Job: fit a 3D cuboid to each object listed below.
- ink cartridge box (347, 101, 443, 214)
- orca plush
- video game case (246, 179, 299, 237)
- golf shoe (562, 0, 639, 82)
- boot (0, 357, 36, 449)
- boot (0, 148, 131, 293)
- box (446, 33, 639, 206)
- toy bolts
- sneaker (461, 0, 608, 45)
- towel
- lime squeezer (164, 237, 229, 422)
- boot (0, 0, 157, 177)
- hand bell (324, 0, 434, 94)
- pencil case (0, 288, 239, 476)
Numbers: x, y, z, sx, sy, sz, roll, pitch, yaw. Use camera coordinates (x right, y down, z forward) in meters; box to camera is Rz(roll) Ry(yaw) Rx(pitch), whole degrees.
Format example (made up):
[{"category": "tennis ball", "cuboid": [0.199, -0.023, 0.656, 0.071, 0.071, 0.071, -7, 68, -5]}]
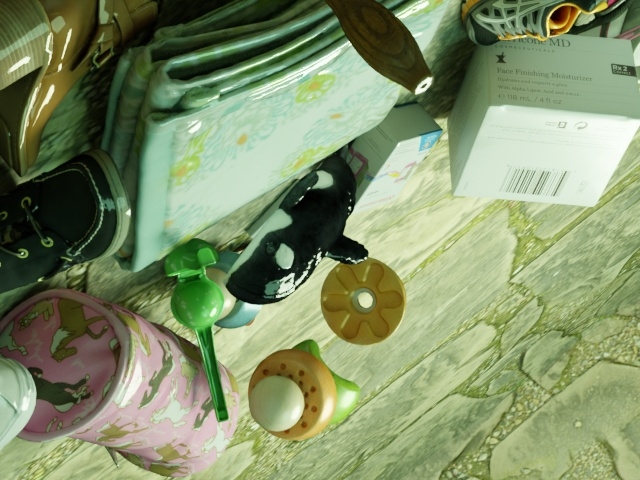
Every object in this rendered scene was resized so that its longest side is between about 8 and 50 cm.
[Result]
[{"category": "ink cartridge box", "cuboid": [0.072, -0.094, 1.685, 0.088, 0.052, 0.122, -19, 152, -47]}, {"category": "orca plush", "cuboid": [0.000, 0.000, 1.540, 0.151, 0.102, 0.287, -55, 178, 22]}, {"category": "video game case", "cuboid": [-0.027, -0.031, 1.707, 0.087, 0.011, 0.122, -44, 159, 15]}, {"category": "golf shoe", "cuboid": [0.336, -0.219, 1.755, 0.105, 0.120, 0.273, -24, 164, -46]}, {"category": "boot", "cuboid": [-0.376, 0.205, 1.336, 0.258, 0.095, 0.123, -53, 151, 15]}, {"category": "boot", "cuboid": [-0.270, 0.005, 1.196, 0.179, 0.085, 0.236, -21, 177, -35]}, {"category": "box", "cuboid": [0.254, -0.140, 1.694, 0.181, 0.119, 0.182, 4, 147, -8]}, {"category": "toy bolts", "cuboid": [-0.041, 0.085, 1.619, 0.218, 0.228, 0.158, -52, 166, 17]}, {"category": "sneaker", "cuboid": [0.221, -0.243, 1.529, 0.084, 0.083, 0.215, -20, 174, -28]}, {"category": "towel", "cuboid": [-0.044, -0.123, 1.307, 0.321, 0.090, 0.374, -29, 169, -21]}, {"category": "lime squeezer", "cuboid": [-0.115, 0.065, 1.488, 0.059, 0.110, 0.310, -29, 150, -20]}, {"category": "boot", "cuboid": [-0.194, -0.138, 1.130, 0.152, 0.073, 0.197, -37, 166, -25]}, {"category": "hand bell", "cuboid": [0.003, -0.196, 1.092, 0.126, 0.242, 0.126, -34, 159, -15]}, {"category": "pencil case", "cuboid": [-0.217, 0.162, 1.583, 0.167, 0.160, 0.386, -64, 161, -8]}]
